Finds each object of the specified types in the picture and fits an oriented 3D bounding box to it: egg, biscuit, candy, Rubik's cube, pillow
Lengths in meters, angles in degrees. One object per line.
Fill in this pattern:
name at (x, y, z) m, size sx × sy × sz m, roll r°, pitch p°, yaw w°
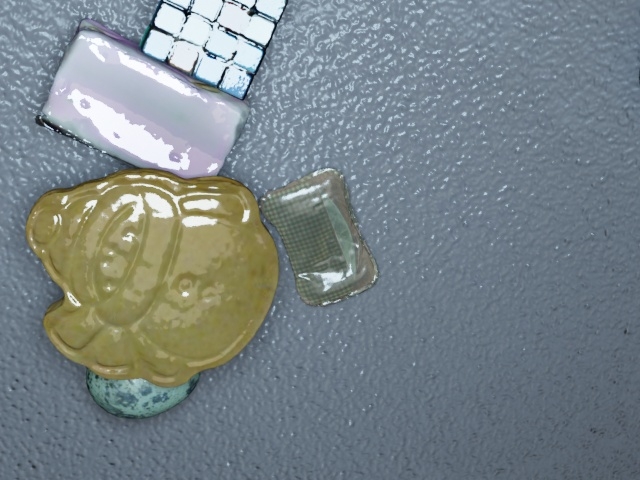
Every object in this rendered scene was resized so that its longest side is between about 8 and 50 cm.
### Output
egg at (-0.267, 0.203, 1.521) m, size 0.172 × 0.132 × 0.132 m, roll -4°, pitch 108°, yaw -12°
biscuit at (-0.236, 0.052, 1.396) m, size 0.351 × 0.057 × 0.312 m, roll 9°, pitch 102°, yaw -9°
candy at (-0.245, -0.186, 1.408) m, size 0.265 × 0.116 × 0.155 m, roll 24°, pitch 104°, yaw -13°
Rubik's cube at (-0.145, -0.298, 1.363) m, size 0.154 × 0.155 × 0.151 m, roll 23°, pitch 104°, yaw -13°
pillow at (0.003, -0.001, 1.537) m, size 0.135 × 0.034 × 0.211 m, roll -23°, pitch 110°, yaw 0°

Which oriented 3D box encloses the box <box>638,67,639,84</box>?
box at (0.662, -0.229, 1.449) m, size 0.404 × 0.108 × 0.263 m, roll 24°, pitch 129°, yaw -18°
